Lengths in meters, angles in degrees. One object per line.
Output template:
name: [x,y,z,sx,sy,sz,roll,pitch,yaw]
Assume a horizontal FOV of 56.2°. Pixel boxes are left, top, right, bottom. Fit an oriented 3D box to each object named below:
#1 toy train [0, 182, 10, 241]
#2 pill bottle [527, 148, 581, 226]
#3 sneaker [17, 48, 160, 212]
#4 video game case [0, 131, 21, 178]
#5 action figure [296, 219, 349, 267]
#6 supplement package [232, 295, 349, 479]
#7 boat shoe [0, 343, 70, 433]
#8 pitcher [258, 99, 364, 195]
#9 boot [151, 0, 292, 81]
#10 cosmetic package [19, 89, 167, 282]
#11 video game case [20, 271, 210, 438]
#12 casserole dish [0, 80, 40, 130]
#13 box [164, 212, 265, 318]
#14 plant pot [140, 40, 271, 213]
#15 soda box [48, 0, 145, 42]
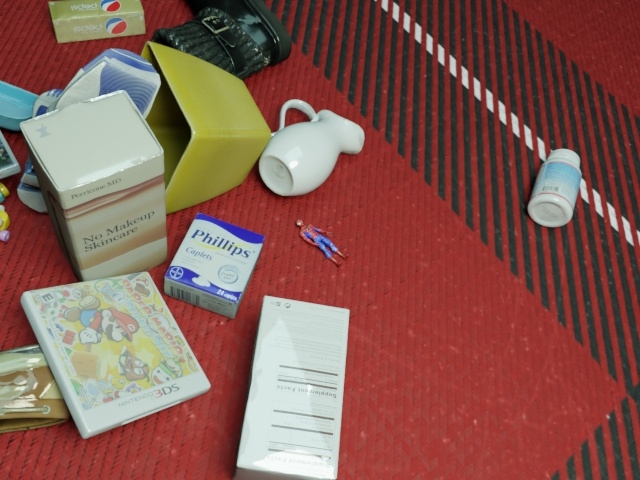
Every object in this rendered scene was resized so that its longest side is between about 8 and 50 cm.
toy train: [-0.577,-0.044,0.980,0.125,0.046,0.166,-4,61,-15]
pill bottle: [0.485,-0.111,1.232,0.087,0.087,0.160,27,58,4]
sneaker: [-0.409,-0.213,0.999,0.127,0.315,0.182,21,35,-44]
video game case: [-0.622,-0.142,1.013,0.173,0.022,0.190,-26,51,-24]
action figure: [0.000,0.000,1.094,0.115,0.030,0.038,38,64,13]
supplement package: [-0.042,0.228,0.883,0.133,0.139,0.244,10,59,-6]
boat shoe: [-0.494,0.233,0.792,0.323,0.123,0.120,-13,67,-18]
pitcher: [-0.040,-0.185,1.143,0.177,0.126,0.207,36,49,13]
boot: [-0.255,-0.450,1.243,0.260,0.131,0.348,-37,74,-28]
cosmetic package: [-0.322,-0.057,0.896,0.153,0.296,0.129,-27,68,-25]
video game case: [-0.296,0.154,0.883,0.206,0.026,0.227,-9,58,-50]
casserole dish: [-0.585,-0.248,1.086,0.188,0.037,0.114,21,32,2]
box: [-0.176,0.041,1.003,0.126,0.072,0.137,20,57,-1]
plant pot: [-0.216,-0.190,1.058,0.187,0.212,0.212,-7,59,-41]
soda box: [-0.462,-0.461,1.244,0.181,0.061,0.058,-14,64,-20]
